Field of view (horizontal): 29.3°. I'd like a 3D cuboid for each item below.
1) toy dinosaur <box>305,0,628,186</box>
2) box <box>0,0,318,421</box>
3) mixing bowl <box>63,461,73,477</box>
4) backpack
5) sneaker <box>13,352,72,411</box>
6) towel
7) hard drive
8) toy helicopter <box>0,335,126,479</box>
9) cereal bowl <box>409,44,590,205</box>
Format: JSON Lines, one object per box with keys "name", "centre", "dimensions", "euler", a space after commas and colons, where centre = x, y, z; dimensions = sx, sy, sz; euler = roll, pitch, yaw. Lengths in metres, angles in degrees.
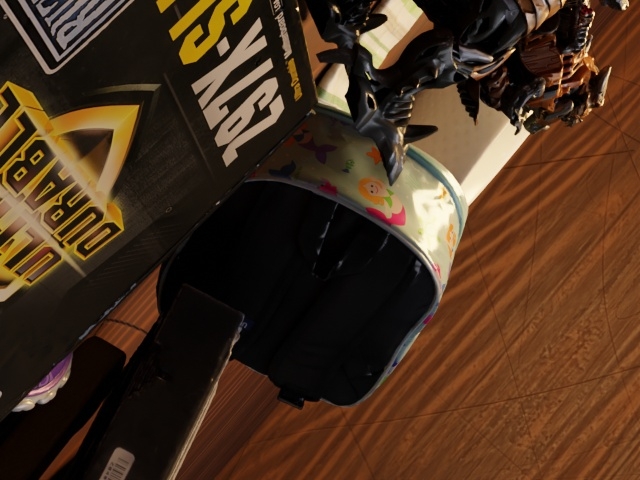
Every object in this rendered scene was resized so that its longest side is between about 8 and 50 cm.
{"name": "toy dinosaur", "centre": [0.105, -0.176, 0.880], "dimensions": [0.218, 0.322, 0.164], "euler": [-26, -147, 11]}
{"name": "box", "centre": [-0.126, -0.053, 0.505], "dimensions": [0.257, 0.079, 0.322], "euler": [-46, 164, -10]}
{"name": "mixing bowl", "centre": [-0.241, 0.304, 1.388], "dimensions": [0.098, 0.181, 0.181], "euler": [-2, 157, -10]}
{"name": "backpack", "centre": [0.000, 0.000, 1.017], "dimensions": [0.191, 0.225, 0.253], "euler": [-65, -176, -34]}
{"name": "sneaker", "centre": [-0.210, 0.073, 0.798], "dimensions": [0.071, 0.068, 0.170], "euler": [-59, 168, 19]}
{"name": "towel", "centre": [0.053, -0.185, 1.156], "dimensions": [0.152, 0.023, 0.113], "euler": [-51, 172, 9]}
{"name": "hard drive", "centre": [-0.171, 0.192, 1.000], "dimensions": [0.237, 0.064, 0.339], "euler": [-65, -171, -27]}
{"name": "toy helicopter", "centre": [-0.263, 0.220, 0.949], "dimensions": [0.355, 0.140, 0.235], "euler": [-54, 172, -37]}
{"name": "cereal bowl", "centre": [0.174, -0.154, 1.507], "dimensions": [0.339, 0.141, 0.339], "euler": [-48, 171, -10]}
